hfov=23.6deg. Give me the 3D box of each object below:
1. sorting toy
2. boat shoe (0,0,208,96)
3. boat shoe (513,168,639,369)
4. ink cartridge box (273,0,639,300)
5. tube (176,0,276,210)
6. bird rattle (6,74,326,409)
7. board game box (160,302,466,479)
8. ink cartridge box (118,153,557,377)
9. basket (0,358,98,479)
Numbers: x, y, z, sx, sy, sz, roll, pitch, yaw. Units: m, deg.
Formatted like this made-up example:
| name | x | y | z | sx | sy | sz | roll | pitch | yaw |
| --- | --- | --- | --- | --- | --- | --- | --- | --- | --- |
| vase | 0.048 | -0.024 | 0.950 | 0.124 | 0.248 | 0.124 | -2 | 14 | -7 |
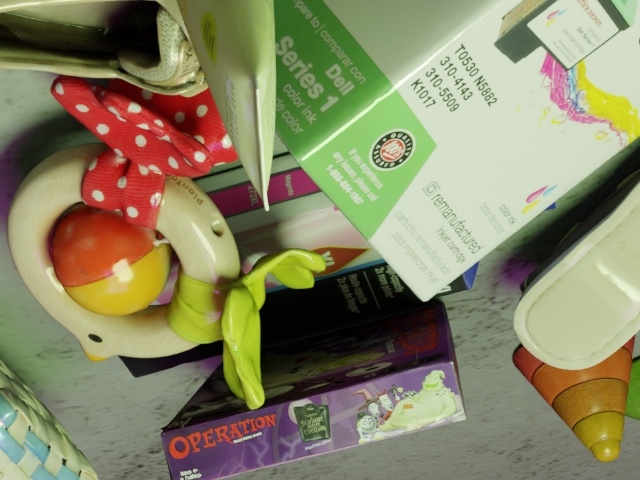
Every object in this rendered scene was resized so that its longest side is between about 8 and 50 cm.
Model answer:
| name | x | y | z | sx | sy | sz | roll | pitch | yaw |
| --- | --- | --- | --- | --- | --- | --- | --- | --- | --- |
| sorting toy | 0.344 | 0.180 | 1.520 | 0.366 | 0.126 | 0.127 | 19 | 137 | -40 |
| boat shoe | -0.087 | -0.128 | 0.891 | 0.302 | 0.098 | 0.109 | 5 | 145 | -26 |
| boat shoe | 0.286 | -0.017 | 1.206 | 0.116 | 0.096 | 0.324 | 43 | 126 | -6 |
| ink cartridge box | 0.107 | -0.122 | 0.870 | 0.278 | 0.117 | 0.201 | -38 | 146 | 4 |
| tube | -0.051 | -0.137 | 0.751 | 0.062 | 0.240 | 0.070 | -34 | 143 | 29 |
| bird rattle | -0.120 | 0.002 | 1.013 | 0.207 | 0.143 | 0.253 | -16 | 126 | 29 |
| board game box | 0.005 | 0.112 | 1.193 | 0.208 | 0.056 | 0.347 | -10 | -177 | 4 |
| ink cartridge box | 0.000 | 0.000 | 1.171 | 0.371 | 0.069 | 0.175 | -17 | 148 | 4 |
| basket | -0.345 | 0.215 | 1.235 | 0.289 | 0.201 | 0.254 | -42 | 149 | -11 |
